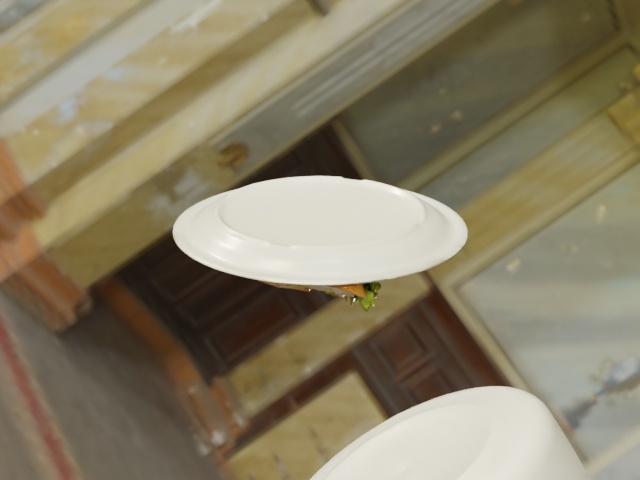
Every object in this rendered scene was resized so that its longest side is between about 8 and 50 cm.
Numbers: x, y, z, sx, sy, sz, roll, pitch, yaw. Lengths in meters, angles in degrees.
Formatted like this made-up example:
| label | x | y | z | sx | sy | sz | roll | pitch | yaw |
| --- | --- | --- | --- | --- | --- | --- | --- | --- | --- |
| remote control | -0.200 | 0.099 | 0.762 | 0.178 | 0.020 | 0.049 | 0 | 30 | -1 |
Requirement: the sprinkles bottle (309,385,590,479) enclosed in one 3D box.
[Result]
| label | x | y | z | sx | sy | sz | roll | pitch | yaw |
| --- | --- | --- | --- | --- | --- | --- | --- | --- | --- |
| sprinkles bottle | 0.118 | 0.233 | 0.592 | 0.355 | 0.121 | 0.121 | 59 | -1 | -14 |

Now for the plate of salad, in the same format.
| label | x | y | z | sx | sy | sz | roll | pitch | yaw |
| --- | --- | --- | --- | --- | --- | --- | --- | --- | --- |
| plate of salad | 0.000 | 0.000 | 0.988 | 0.200 | 0.200 | 0.048 | -125 | -149 | -65 |
